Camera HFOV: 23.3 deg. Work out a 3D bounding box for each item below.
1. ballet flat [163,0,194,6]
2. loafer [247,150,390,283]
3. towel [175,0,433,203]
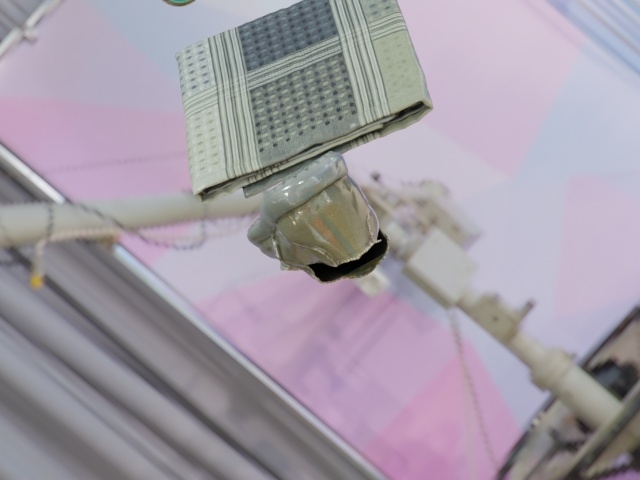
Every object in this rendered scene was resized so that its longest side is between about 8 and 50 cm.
[{"bbox_3d":[-0.136,-0.329,1.457,0.068,0.072,0.213,-123,29,-70],"label":"ballet flat"},{"bbox_3d":[0.000,0.000,1.229,0.094,0.087,0.251,-33,-5,-3],"label":"loafer"},{"bbox_3d":[-0.028,-0.188,1.922,0.312,0.056,0.324,-21,40,9],"label":"towel"}]
